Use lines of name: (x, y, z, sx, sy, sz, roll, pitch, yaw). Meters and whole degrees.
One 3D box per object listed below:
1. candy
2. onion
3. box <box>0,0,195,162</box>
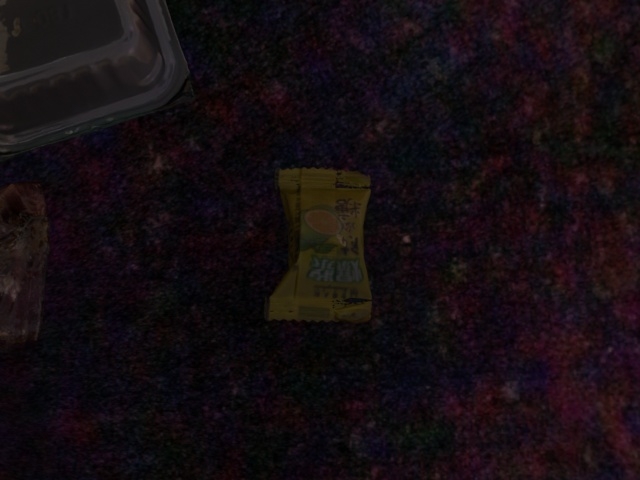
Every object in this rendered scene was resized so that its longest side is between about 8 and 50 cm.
candy: (0.000, 0.000, 1.119, 0.187, 0.081, 0.298, 2, 65, -4)
onion: (-0.373, 0.033, 0.747, 0.098, 0.151, 0.206, 6, 52, -30)
box: (-0.377, -0.280, 0.912, 0.336, 0.106, 0.264, -20, 78, -4)
